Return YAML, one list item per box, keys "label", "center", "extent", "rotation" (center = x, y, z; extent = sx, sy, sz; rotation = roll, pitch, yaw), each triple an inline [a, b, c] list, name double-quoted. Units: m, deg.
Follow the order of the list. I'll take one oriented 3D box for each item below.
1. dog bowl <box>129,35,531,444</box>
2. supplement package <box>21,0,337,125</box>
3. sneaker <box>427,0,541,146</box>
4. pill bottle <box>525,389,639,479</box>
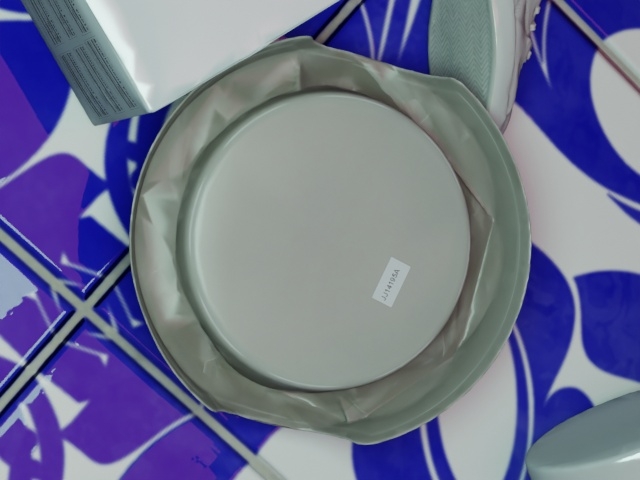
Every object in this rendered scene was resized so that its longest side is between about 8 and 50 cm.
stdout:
- label: "dog bowl"
  center: [0.000, 0.000, 1.640]
  extent: [0.349, 0.102, 0.348]
  rotation: [-1, 93, -16]
- label: "supplement package"
  center: [-0.118, -0.206, 1.552]
  extent: [0.194, 0.203, 0.149]
  rotation: [-33, 100, -16]
- label: "sneaker"
  center: [0.189, -0.225, 1.701]
  extent: [0.169, 0.108, 0.292]
  rotation: [-7, 108, -33]
- label: "pill bottle"
  center: [0.333, 0.338, 1.691]
  extent: [0.224, 0.224, 0.392]
  rotation: [-23, 98, -16]
